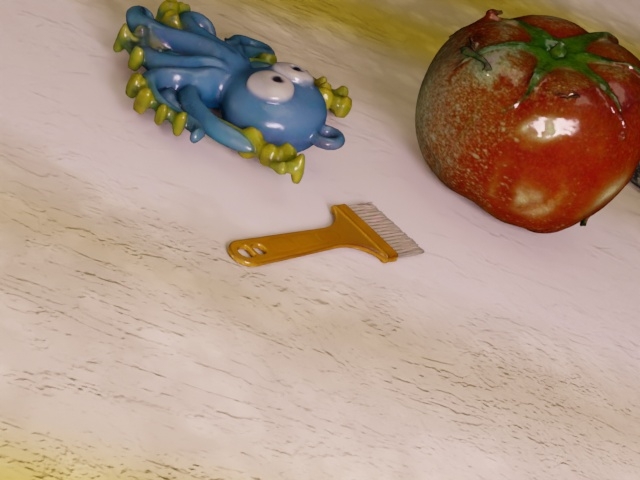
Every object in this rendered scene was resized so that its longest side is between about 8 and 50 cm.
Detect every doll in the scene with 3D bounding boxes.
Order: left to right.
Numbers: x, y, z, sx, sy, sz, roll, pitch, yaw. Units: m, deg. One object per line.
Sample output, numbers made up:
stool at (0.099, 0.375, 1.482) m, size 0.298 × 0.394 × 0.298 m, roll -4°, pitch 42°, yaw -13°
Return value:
doll at (-0.104, -0.207, 1.743) m, size 0.341 × 0.099 × 0.346 m, roll 35°, pitch 28°, yaw 12°

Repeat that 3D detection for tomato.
tomato at (0.276, -0.147, 1.805) m, size 0.303 × 0.239 × 0.303 m, roll 9°, pitch 34°, yaw -6°

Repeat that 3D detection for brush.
brush at (0.000, 0.000, 1.579) m, size 0.272 × 0.013 × 0.103 m, roll -10°, pitch 44°, yaw -45°

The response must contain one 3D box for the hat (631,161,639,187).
hat at (0.555, -0.154, 2.149) m, size 0.265 × 0.128 × 0.265 m, roll 17°, pitch 33°, yaw -11°
